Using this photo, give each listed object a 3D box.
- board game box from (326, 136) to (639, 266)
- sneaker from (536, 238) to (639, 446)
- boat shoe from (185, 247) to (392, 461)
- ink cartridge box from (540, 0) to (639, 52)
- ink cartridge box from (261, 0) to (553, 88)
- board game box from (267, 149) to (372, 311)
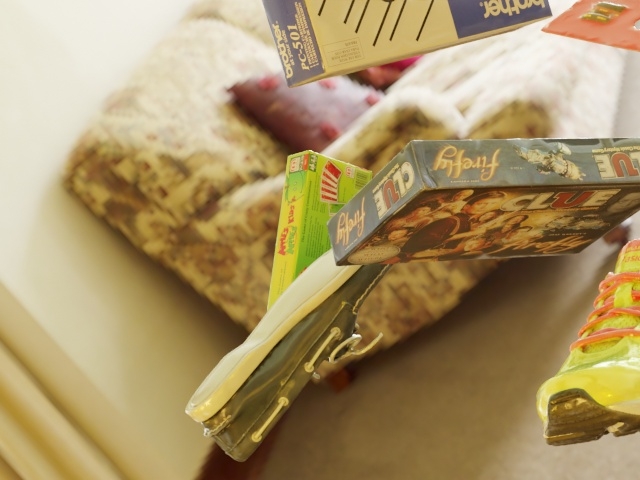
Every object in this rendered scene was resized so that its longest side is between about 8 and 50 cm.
[{"bbox_3d":[0.149,-0.031,1.218,0.243,0.042,0.165,-3,-21,-25],"label":"board game box"},{"bbox_3d":[0.169,0.049,0.793,0.081,0.094,0.208,-15,1,35],"label":"sneaker"},{"bbox_3d":[-0.011,0.091,1.358,0.254,0.079,0.095,-47,13,-21],"label":"boat shoe"},{"bbox_3d":[0.420,-0.308,1.368,0.385,0.091,0.308,-39,33,-20],"label":"ink cartridge box"},{"bbox_3d":[0.056,-0.170,0.978,0.207,0.097,0.046,-18,3,-36],"label":"ink cartridge box"},{"bbox_3d":[0.000,0.000,1.668,0.043,0.092,0.181,-12,67,53],"label":"board game box"}]
